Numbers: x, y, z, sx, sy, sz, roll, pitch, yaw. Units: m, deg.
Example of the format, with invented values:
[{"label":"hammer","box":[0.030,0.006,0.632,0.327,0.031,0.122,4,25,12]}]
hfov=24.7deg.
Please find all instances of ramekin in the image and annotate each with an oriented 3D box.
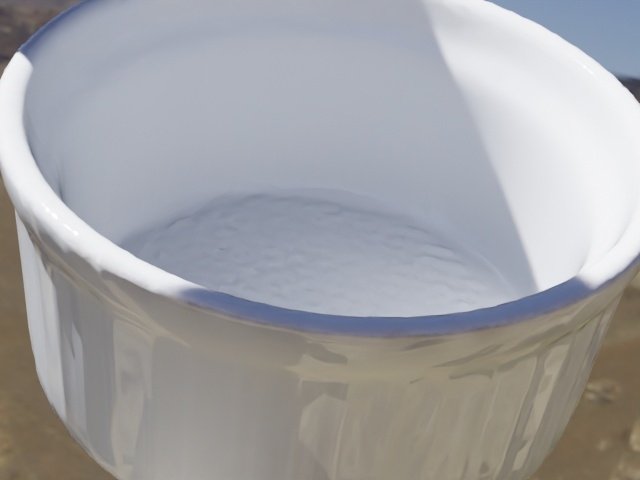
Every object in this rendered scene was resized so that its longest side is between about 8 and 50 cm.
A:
[{"label":"ramekin","box":[0.000,0.000,0.637,0.277,0.135,0.277,5,37,-4]}]
